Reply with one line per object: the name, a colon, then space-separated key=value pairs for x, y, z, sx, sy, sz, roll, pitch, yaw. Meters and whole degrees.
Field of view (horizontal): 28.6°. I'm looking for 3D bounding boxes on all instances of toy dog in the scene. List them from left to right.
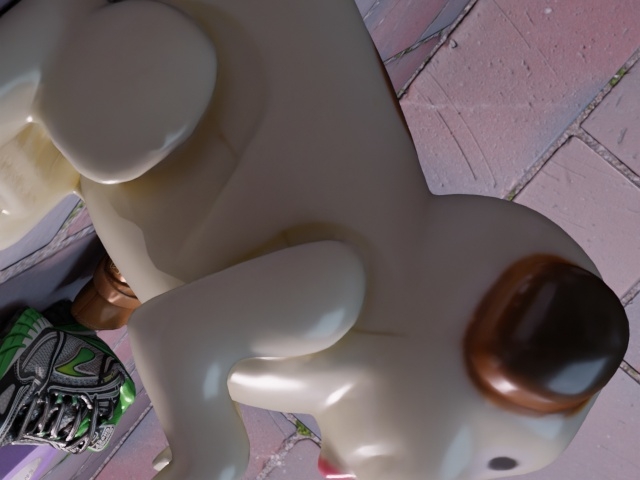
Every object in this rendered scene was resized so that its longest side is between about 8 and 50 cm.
toy dog: x=0.000 y=0.000 z=0.820 sx=0.395 sy=0.408 sz=0.284 roll=-47 pitch=177 yaw=-19

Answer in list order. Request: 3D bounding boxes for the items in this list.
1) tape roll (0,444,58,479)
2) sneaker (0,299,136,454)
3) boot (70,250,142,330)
tape roll: x=-0.412 y=0.288 z=1.419 sx=0.275 sy=0.090 sz=0.275 roll=-48 pitch=176 yaw=-5
sneaker: x=-0.267 y=0.149 z=1.260 sx=0.134 sy=0.146 sz=0.343 roll=-50 pitch=176 yaw=10
boot: x=-0.147 y=-0.002 z=1.384 sx=0.220 sy=0.109 sz=0.283 roll=-51 pitch=174 yaw=16
